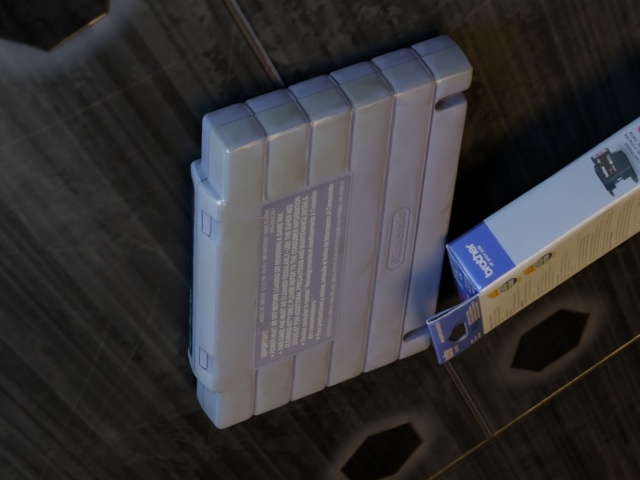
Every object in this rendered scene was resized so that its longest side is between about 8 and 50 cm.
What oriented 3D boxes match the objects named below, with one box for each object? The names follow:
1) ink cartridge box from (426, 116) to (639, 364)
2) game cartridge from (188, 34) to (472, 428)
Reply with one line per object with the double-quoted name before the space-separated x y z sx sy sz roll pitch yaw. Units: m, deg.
"ink cartridge box" 0.215 -0.011 1.727 0.311 0.065 0.186 -36 165 -3
"game cartridge" 0.000 0.000 1.613 0.230 0.068 0.355 -16 141 -19
